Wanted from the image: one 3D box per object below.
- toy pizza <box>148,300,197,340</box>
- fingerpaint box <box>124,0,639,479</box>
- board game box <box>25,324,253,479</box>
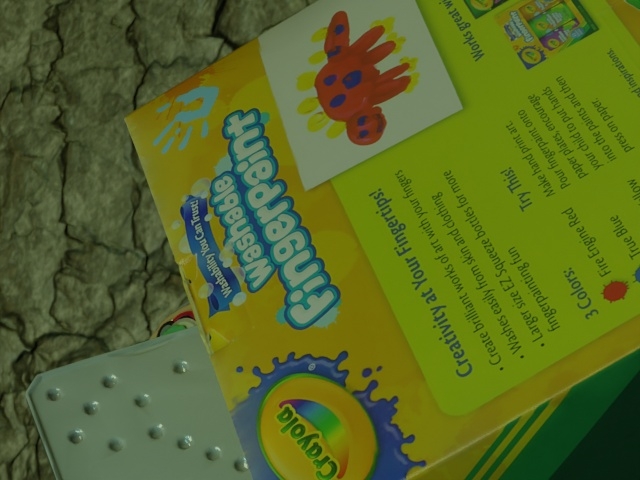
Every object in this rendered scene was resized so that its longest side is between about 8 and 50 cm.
[{"bbox_3d":[-0.105,0.139,1.671,0.201,0.032,0.201,-15,65,36],"label":"toy pizza"},{"bbox_3d":[0.101,0.000,1.284,0.371,0.163,0.445,-31,43,5],"label":"fingerpaint box"},{"bbox_3d":[0.030,0.205,1.358,0.390,0.050,0.390,-16,53,-16],"label":"board game box"}]
